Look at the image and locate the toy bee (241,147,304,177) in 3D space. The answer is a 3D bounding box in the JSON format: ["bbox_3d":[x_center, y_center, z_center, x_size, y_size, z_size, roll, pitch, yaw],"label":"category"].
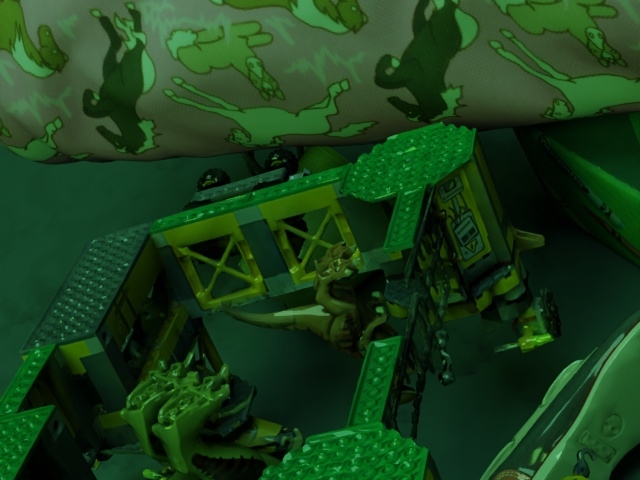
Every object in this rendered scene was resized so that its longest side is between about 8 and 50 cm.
[{"bbox_3d":[-0.072,-0.158,0.893,0.162,0.298,0.195,-28,-6,-39],"label":"toy bee"}]

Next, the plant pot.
[{"bbox_3d":[0.000,0.000,0.730,0.079,0.083,0.083,-48,41,-1],"label":"plant pot"}]

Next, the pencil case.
[{"bbox_3d":[-0.004,-0.124,0.650,0.386,0.167,0.160,-5,12,33],"label":"pencil case"}]

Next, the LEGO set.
[{"bbox_3d":[-0.012,0.115,0.550,0.255,0.192,0.331,-18,25,11],"label":"LEGO set"}]

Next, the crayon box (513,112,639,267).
[{"bbox_3d":[0.250,-0.087,0.644,0.278,0.081,0.165,-40,40,-8],"label":"crayon box"}]

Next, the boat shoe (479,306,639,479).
[{"bbox_3d":[0.116,0.073,0.592,0.137,0.049,0.043,-53,26,-5],"label":"boat shoe"}]
